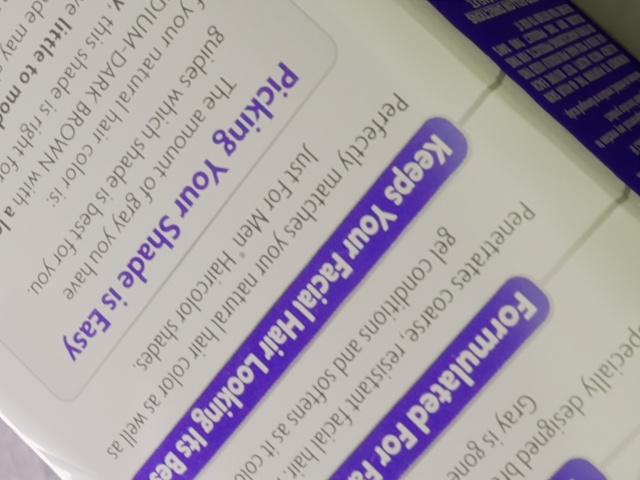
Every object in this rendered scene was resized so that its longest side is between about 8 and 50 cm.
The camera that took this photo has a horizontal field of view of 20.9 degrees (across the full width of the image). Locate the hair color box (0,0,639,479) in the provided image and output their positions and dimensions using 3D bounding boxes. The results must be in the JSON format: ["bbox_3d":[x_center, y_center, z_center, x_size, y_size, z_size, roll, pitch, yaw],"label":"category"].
[{"bbox_3d":[0.000,0.000,0.505,0.339,0.110,0.185,45,116,10],"label":"hair color box"}]
